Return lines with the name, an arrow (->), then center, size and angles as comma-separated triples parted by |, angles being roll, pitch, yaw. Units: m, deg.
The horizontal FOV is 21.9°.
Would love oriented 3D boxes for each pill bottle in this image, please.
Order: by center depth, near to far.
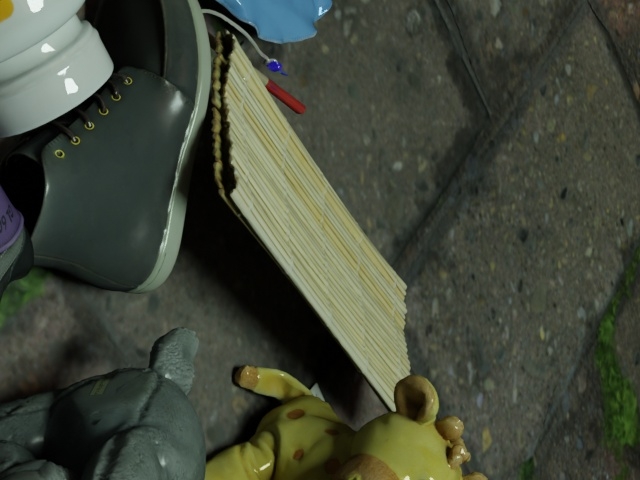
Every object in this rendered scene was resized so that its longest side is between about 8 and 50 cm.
pill bottle -> -0.204, -0.169, 0.947 | 0.117, 0.117, 0.208 | -52, 124, -42

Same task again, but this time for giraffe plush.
giraffe plush -> 0.024, 0.178, 1.139 | 0.181, 0.170, 0.210 | 49, 50, -36

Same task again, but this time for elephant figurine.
elephant figurine -> -0.127, 0.210, 0.987 | 0.169, 0.186, 0.239 | -117, -167, -65

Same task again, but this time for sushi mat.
sushi mat -> 0.000, 0.000, 1.175 | 0.316, 0.019, 0.151 | 54, 25, -47

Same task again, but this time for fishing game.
fishing game -> -0.054, -0.230, 1.212 | 0.189, 0.041, 0.264 | 34, 51, -44

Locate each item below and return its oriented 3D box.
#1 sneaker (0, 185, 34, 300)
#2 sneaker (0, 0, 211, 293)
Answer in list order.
sneaker -> -0.233, 0.072, 0.886 | 0.124, 0.107, 0.283 | 54, 46, -36
sneaker -> -0.139, -0.083, 1.044 | 0.118, 0.083, 0.222 | 14, 75, -50
